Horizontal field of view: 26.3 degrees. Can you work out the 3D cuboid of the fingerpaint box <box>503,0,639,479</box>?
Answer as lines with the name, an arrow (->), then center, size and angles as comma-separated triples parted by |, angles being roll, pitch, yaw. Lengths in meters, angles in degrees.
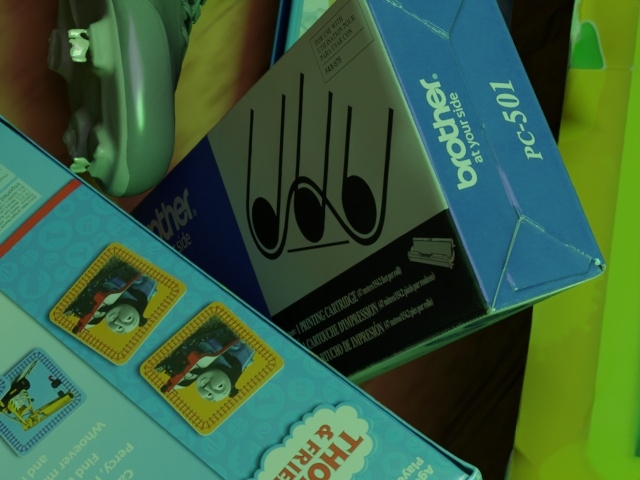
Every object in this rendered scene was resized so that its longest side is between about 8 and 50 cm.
fingerpaint box -> 0.288, -0.057, 0.531 | 0.371, 0.163, 0.445 | 4, 66, 17

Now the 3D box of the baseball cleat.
baseball cleat -> -0.055, -0.108, 0.526 | 0.109, 0.072, 0.206 | 1, 61, -25

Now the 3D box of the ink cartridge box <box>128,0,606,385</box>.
ink cartridge box -> 0.000, 0.000, 0.454 | 0.046, 0.207, 0.097 | -16, 80, -29

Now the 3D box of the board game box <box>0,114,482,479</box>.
board game box -> -0.082, 0.073, 0.411 | 0.211, 0.039, 0.160 | 35, 73, 28

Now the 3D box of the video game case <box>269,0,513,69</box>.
video game case -> 0.034, -0.082, 0.591 | 0.119, 0.015, 0.166 | 22, 65, -32
